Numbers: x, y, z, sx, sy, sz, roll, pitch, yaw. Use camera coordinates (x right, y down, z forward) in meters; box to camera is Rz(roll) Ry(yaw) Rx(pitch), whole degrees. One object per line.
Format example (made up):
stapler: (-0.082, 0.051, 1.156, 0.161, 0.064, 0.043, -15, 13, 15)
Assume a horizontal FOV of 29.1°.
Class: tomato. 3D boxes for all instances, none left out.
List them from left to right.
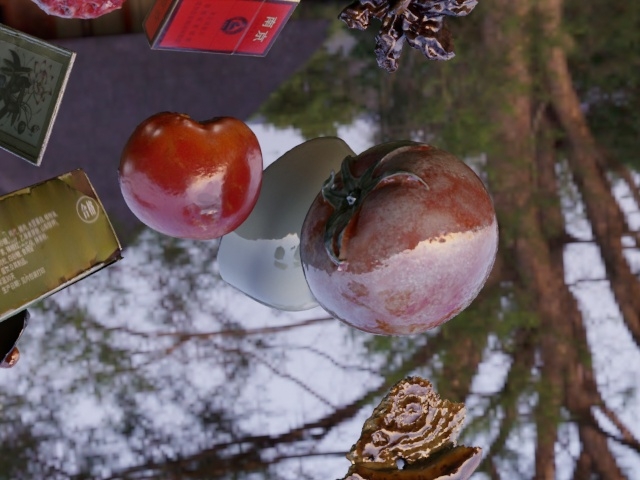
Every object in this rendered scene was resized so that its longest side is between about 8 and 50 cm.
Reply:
tomato: (-0.185, -0.087, 1.890, 0.233, 0.200, 0.139, -3, -151, -23)
tomato: (0.117, -0.003, 1.920, 0.317, 0.282, 0.316, -35, -150, 24)

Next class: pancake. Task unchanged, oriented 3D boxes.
pancake: (0.159, 0.360, 2.049, 0.257, 0.212, 0.056, -51, -163, -19)

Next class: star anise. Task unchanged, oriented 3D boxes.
star anise: (0.116, -0.350, 1.782, 0.190, 0.220, 0.126, -16, -165, 33)

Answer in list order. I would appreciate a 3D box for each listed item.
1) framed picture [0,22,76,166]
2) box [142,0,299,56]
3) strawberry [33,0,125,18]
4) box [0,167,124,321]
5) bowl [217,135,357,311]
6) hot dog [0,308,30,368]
framed picture: (-0.439, -0.216, 1.785, 0.010, 0.173, 0.231, 13, -173, -46)
box: (-0.176, -0.403, 2.181, 0.240, 0.074, 0.153, -3, 143, -35)
strawberry: (-0.328, -0.492, 1.829, 0.295, 0.345, 0.317, 20, -168, 24)
box: (-0.489, 0.073, 1.425, 0.373, 0.138, 0.420, -22, -174, 24)
bowl: (0.000, 0.000, 2.282, 0.185, 0.354, 0.354, 39, -149, 26)
hot dog: (-0.602, 0.165, 1.918, 0.326, 0.194, 0.107, 14, 162, 17)
